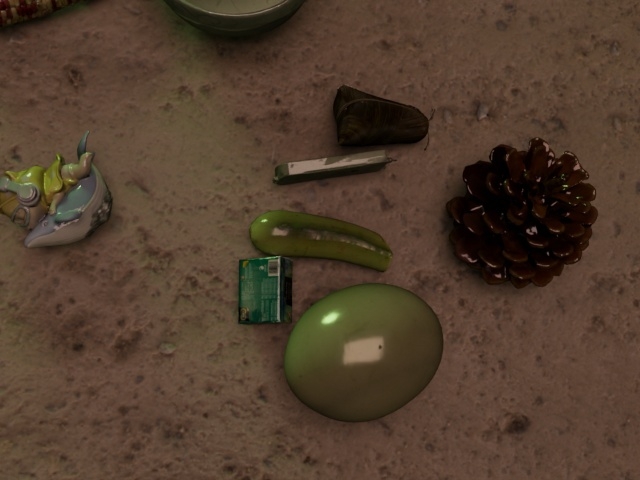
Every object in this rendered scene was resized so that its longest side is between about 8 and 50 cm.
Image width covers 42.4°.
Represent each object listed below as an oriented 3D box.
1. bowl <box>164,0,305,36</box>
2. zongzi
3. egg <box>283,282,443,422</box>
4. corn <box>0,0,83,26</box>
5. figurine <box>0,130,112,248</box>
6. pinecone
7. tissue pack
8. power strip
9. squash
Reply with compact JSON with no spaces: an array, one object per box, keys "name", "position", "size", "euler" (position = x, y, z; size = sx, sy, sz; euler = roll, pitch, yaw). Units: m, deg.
[{"name":"bowl","position":[-0.148,-0.478,1.422],"size":[0.307,0.163,0.307],"euler":[1,70,-4]},{"name":"zongzi","position":[0.114,-0.188,1.433],"size":[0.187,0.184,0.084],"euler":[12,123,-9]},{"name":"egg","position":[0.071,0.180,1.339],"size":[0.269,0.219,0.219],"euler":[-13,83,-12]},{"name":"corn","position":[-0.462,-0.445,1.416],"size":[0.290,0.098,0.098],"euler":[-24,86,-16]},{"name":"figurine","position":[-0.429,-0.078,1.351],"size":[0.184,0.128,0.208],"euler":[22,70,-3]},{"name":"pinecone","position":[0.354,-0.059,1.415],"size":[0.264,0.264,0.264],"euler":[1,81,-9]},{"name":"tissue pack","position":[-0.089,0.087,1.406],"size":[0.085,0.079,0.111],"euler":[-4,80,22]},{"name":"power strip","position":[0.026,-0.131,1.453],"size":[0.227,0.080,0.029],"euler":[-9,84,-11]},{"name":"squash","position":[0.000,0.000,1.432],"size":[0.250,0.083,0.083],"euler":[10,80,-11]}]
